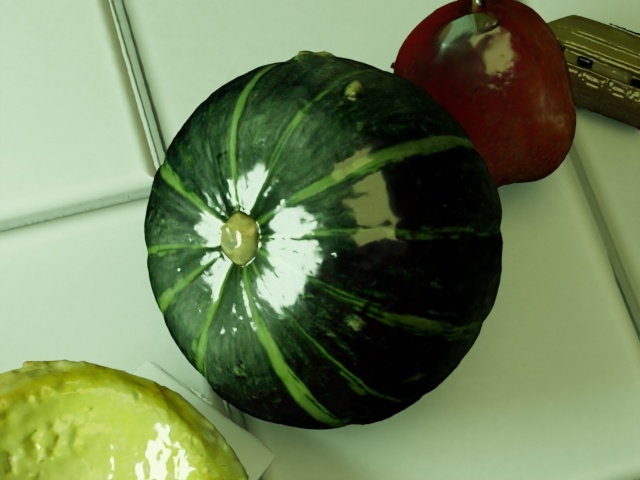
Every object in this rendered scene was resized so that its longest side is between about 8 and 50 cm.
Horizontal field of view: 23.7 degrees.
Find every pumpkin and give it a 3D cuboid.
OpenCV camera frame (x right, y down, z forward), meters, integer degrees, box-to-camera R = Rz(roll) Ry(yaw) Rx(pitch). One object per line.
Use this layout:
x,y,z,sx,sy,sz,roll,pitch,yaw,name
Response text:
0.000,0.000,1.317,0.323,0.241,0.323,1,92,28,pumpkin

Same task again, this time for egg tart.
-0.204,0.246,1.246,0.315,0.120,0.315,6,58,-9,egg tart

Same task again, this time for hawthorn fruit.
0.148,-0.147,1.434,0.185,0.202,0.185,-5,32,3,hawthorn fruit

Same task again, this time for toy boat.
0.308,-0.160,1.538,0.226,0.068,0.088,22,71,1,toy boat

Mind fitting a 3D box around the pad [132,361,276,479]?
-0.163,0.225,1.339,0.156,0.004,0.232,36,60,10,pad
